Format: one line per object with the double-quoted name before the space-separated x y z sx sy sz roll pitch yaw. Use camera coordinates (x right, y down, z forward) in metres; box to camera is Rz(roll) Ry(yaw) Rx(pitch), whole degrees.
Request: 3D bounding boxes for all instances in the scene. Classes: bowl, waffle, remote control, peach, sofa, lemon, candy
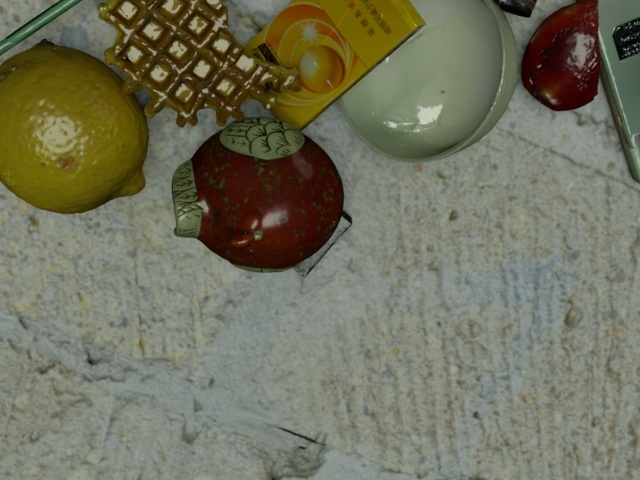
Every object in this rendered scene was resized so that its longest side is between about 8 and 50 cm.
"bowl" 0.171 -0.250 1.293 0.277 0.145 0.277 3 95 36
"waffle" -0.175 -0.300 1.229 0.260 0.069 0.293 -13 108 -7
"remote control" 0.510 -0.260 1.379 0.145 0.050 0.344 -21 104 3
"peach" 0.370 -0.273 1.326 0.127 0.092 0.172 25 125 7
"sofa" 0.000 0.000 1.414 0.039 0.060 0.118 40 100 -5
"lemon" -0.363 -0.154 1.271 0.253 0.228 0.228 42 99 4
"candy" -0.300 -0.379 1.268 0.440 0.119 0.119 -34 103 2

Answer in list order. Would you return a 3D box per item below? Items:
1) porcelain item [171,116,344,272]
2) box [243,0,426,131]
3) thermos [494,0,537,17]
"porcelain item" -0.096 -0.050 1.293 0.253 0.253 0.253 -1 104 -3
"box" 0.006 -0.286 1.281 0.269 0.043 0.152 -37 87 33
"thermos" 0.312 -0.504 1.292 0.110 0.136 0.330 13 104 -34
